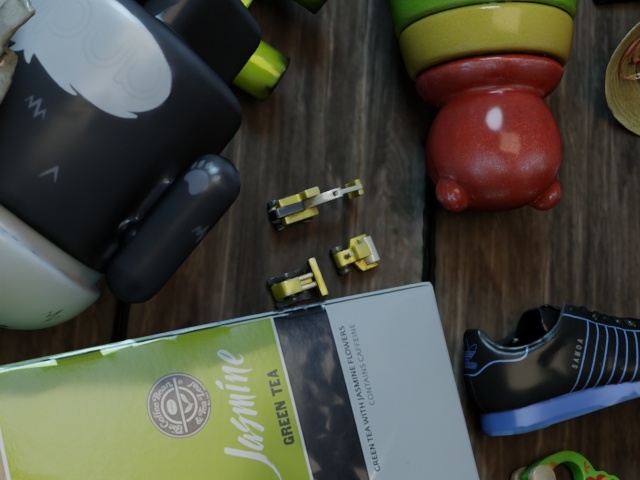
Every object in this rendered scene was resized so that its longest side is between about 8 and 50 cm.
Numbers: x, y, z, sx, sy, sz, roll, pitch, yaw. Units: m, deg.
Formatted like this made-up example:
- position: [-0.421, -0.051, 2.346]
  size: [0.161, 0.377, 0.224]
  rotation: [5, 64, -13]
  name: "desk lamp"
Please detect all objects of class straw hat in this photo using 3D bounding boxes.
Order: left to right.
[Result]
- position: [0.309, -0.169, 1.079]
  size: [0.145, 0.144, 0.061]
  rotation: [1, 35, -22]
  name: "straw hat"

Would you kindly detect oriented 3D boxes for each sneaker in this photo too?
- position: [0.224, 0.088, 0.975]
  size: [0.232, 0.081, 0.090]
  rotation: [-15, 90, -23]
  name: "sneaker"

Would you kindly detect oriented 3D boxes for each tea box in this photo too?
- position: [-0.073, 0.228, 0.747]
  size: [0.324, 0.220, 0.328]
  rotation: [-9, 81, -24]
  name: "tea box"

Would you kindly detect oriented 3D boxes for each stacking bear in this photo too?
- position: [0.132, -0.164, 0.965]
  size: [0.175, 0.164, 0.288]
  rotation: [-1, 82, -22]
  name: "stacking bear"

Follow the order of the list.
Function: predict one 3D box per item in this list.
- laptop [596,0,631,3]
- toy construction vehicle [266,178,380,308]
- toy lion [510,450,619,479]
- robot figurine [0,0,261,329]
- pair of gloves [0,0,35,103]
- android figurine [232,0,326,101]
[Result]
- position: [0.381, -0.467, 1.207]
  size: [0.382, 0.236, 0.407]
  rotation: [-8, 109, -23]
  name: "laptop"
- position: [0.000, 0.000, 0.932]
  size: [0.098, 0.035, 0.085]
  rotation: [-16, 84, -24]
  name: "toy construction vehicle"
- position: [0.215, 0.218, 0.971]
  size: [0.096, 0.034, 0.100]
  rotation: [-20, 85, -32]
  name: "toy lion"
- position: [-0.163, -0.071, 0.788]
  size: [0.173, 0.209, 0.278]
  rotation: [40, 86, -23]
  name: "robot figurine"
- position: [-0.279, -0.105, 0.739]
  size: [0.204, 0.240, 0.042]
  rotation: [-49, 135, -2]
  name: "pair of gloves"
- position: [-0.124, -0.230, 0.905]
  size: [0.273, 0.056, 0.248]
  rotation: [34, 84, -14]
  name: "android figurine"
